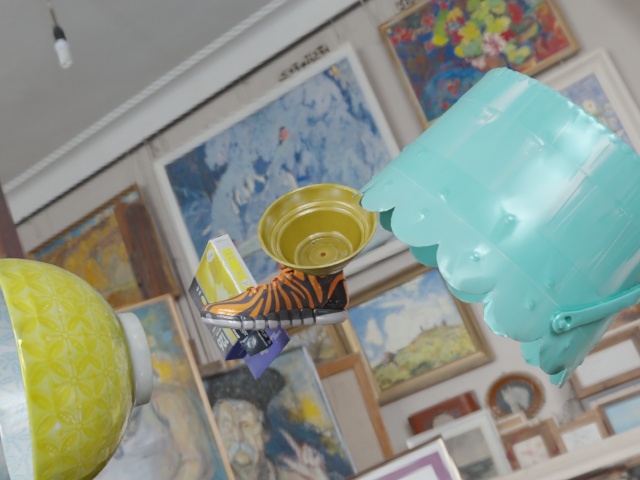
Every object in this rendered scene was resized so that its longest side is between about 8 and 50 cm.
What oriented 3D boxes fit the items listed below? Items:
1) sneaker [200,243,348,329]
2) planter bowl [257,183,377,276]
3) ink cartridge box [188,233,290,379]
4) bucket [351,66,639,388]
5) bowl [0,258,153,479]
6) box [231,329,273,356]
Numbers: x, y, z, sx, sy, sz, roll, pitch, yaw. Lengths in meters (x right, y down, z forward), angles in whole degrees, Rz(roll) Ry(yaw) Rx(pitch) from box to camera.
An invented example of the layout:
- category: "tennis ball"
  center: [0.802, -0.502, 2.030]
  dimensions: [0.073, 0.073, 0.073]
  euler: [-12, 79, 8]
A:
- category: "sneaker"
  center: [-0.096, 0.091, 1.541]
  dimensions: [0.321, 0.180, 0.124]
  euler: [-2, -1, -26]
- category: "planter bowl"
  center: [0.000, 0.000, 1.356]
  dimensions: [0.217, 0.217, 0.090]
  euler: [-20, -45, -8]
- category: "ink cartridge box"
  center: [-0.219, 0.184, 1.872]
  dimensions: [0.072, 0.307, 0.304]
  euler: [-20, -20, -31]
- category: "bucket"
  center: [0.189, -0.016, 0.713]
  dimensions: [0.183, 0.281, 0.281]
  euler: [-47, -17, 4]
- category: "bowl"
  center: [-0.289, 0.152, 0.868]
  dimensions: [0.156, 0.290, 0.289]
  euler: [-9, -19, -30]
- category: "box"
  center: [-0.158, 0.219, 1.699]
  dimensions: [0.067, 0.083, 0.018]
  euler: [-29, 9, 31]
